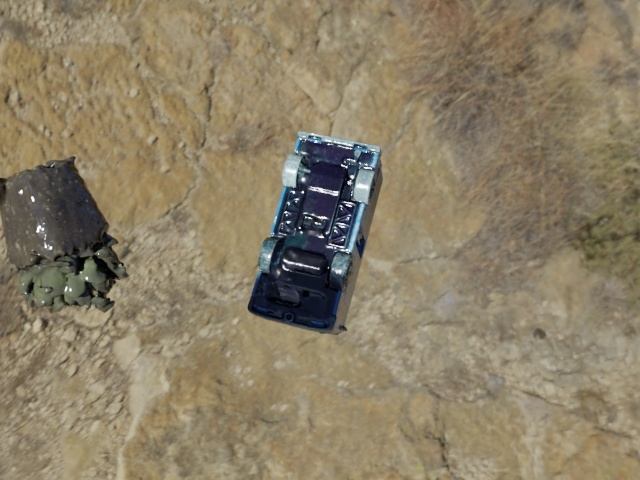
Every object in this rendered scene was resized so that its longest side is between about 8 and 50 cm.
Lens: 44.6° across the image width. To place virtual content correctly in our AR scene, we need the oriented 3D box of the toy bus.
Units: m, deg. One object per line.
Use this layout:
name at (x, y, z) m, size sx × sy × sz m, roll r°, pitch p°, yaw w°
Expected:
toy bus at (0.000, 0.000, 0.757) m, size 0.090 × 0.106 × 0.184 m, roll 13°, pitch 76°, yaw 10°

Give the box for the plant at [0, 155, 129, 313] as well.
plant at (-0.231, 0.001, 0.698) m, size 0.092 × 0.094 × 0.143 m, roll -33°, pitch 111°, yaw -59°
